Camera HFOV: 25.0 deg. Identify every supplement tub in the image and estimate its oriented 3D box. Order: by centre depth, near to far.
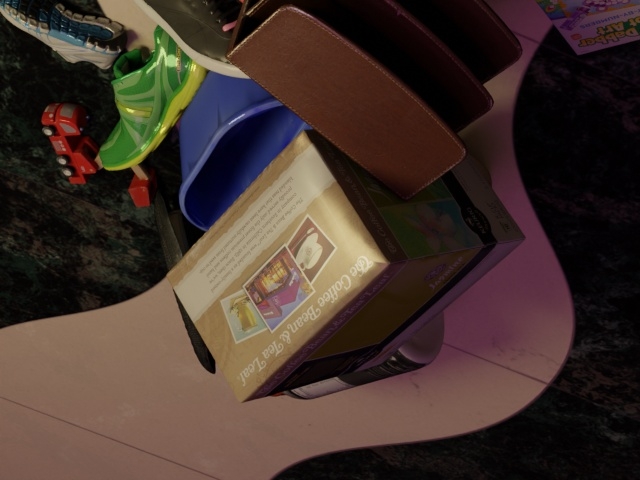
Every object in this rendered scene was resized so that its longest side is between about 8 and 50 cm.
[{"bbox_3d":[0.027,0.147,2.347,0.316,0.194,0.193,-19,128,36],"label":"supplement tub"}]

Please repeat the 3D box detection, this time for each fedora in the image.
[{"bbox_3d":[-0.152,0.048,2.263,0.152,0.334,0.334,-16,135,-2],"label":"fedora"}]

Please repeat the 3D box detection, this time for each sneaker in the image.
[{"bbox_3d":[-0.150,-0.329,1.884,0.295,0.104,0.147,39,144,28],"label":"sneaker"},{"bbox_3d":[-0.380,-0.297,2.094,0.190,0.071,0.083,24,144,-8],"label":"sneaker"},{"bbox_3d":[-0.254,-0.218,2.125,0.123,0.109,0.295,36,130,-8],"label":"sneaker"}]

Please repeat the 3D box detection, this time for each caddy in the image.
[{"bbox_3d":[-0.065,-0.125,2.041,0.241,0.179,0.341,6,144,-27],"label":"caddy"}]

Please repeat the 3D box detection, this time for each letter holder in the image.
[{"bbox_3d":[0.076,-0.230,1.745,0.302,0.152,0.214,37,130,-22],"label":"letter holder"}]

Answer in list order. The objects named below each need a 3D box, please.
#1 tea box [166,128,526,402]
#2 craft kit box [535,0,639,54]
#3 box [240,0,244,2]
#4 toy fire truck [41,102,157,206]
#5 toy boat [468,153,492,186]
[{"bbox_3d":[0.034,0.023,1.959,0.329,0.323,0.220,-44,69,33],"label":"tea box"},{"bbox_3d":[0.382,-0.333,1.760,0.249,0.061,0.246,-12,154,29],"label":"craft kit box"},{"bbox_3d":[0.022,-0.336,1.863,0.300,0.142,0.154,36,135,-22],"label":"box"},{"bbox_3d":[-0.345,-0.136,2.271,0.135,0.047,0.192,-1,135,18],"label":"toy fire truck"},{"bbox_3d":[0.155,-0.034,2.143,0.151,0.151,0.231,23,138,-7],"label":"toy boat"}]
